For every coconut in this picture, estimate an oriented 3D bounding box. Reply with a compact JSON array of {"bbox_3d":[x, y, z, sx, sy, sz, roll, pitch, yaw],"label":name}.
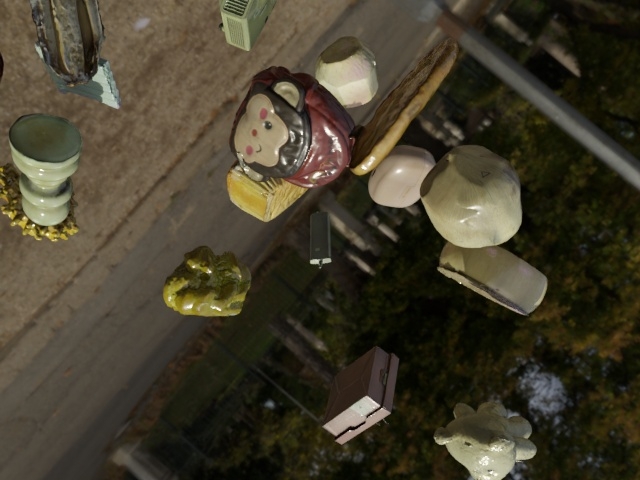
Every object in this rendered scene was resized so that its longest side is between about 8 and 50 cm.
[{"bbox_3d":[0.088,-0.527,2.209,0.197,0.237,0.237,-13,-174,11],"label":"coconut"},{"bbox_3d":[0.308,-0.095,1.412,0.224,0.224,0.224,-50,178,-3],"label":"coconut"}]

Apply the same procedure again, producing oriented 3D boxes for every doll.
[{"bbox_3d":[0.372,0.433,1.507,0.175,0.150,0.278,-8,178,34],"label":"doll"}]

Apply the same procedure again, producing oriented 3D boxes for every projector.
[{"bbox_3d":[-0.136,-0.566,1.485,0.193,0.088,0.270,101,13,-77],"label":"projector"}]

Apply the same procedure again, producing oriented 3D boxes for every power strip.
[{"bbox_3d":[0.000,0.000,2.045,0.253,0.060,0.027,-90,173,-50],"label":"power strip"}]

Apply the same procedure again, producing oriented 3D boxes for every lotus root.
[{"bbox_3d":[-0.613,-0.523,1.669,0.167,0.330,0.078,-6,174,-29],"label":"lotus root"}]

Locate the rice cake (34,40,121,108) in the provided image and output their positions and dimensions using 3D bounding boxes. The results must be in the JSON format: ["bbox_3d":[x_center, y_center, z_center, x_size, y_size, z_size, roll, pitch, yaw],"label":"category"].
[{"bbox_3d":[-0.645,-0.444,1.865,0.189,0.198,0.037,86,21,-58],"label":"rice cake"}]

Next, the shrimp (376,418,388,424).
[{"bbox_3d":[0.176,0.573,2.405,0.074,0.190,0.073,-20,-157,51],"label":"shrimp"}]

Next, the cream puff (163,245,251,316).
[{"bbox_3d":[-0.284,0.103,1.752,0.194,0.220,0.195,-179,-90,-74],"label":"cream puff"}]

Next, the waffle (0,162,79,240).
[{"bbox_3d":[-0.926,-0.118,2.298,0.069,0.260,0.293,-31,155,27],"label":"waffle"}]

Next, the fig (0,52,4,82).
[{"bbox_3d":[-0.704,-0.316,1.296,0.205,0.205,0.205,-50,178,-3],"label":"fig"}]

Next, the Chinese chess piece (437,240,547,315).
[{"bbox_3d":[0.425,0.083,1.722,0.112,0.270,0.270,-61,178,0],"label":"Chinese chess piece"}]

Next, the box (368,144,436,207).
[{"bbox_3d":[0.199,-0.155,1.708,0.200,0.145,0.088,120,-27,-57],"label":"box"}]

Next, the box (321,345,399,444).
[{"bbox_3d":[0.112,0.433,1.958,0.215,0.086,0.215,-44,-164,34],"label":"box"}]

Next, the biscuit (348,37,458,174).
[{"bbox_3d":[0.112,-0.186,0.984,0.203,0.041,0.260,-29,-155,55],"label":"biscuit"}]

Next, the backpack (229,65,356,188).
[{"bbox_3d":[-0.041,-0.187,1.203,0.229,0.229,0.139,-52,-175,45],"label":"backpack"}]

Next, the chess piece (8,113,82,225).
[{"bbox_3d":[-0.749,-0.169,1.890,0.182,0.182,0.330,-48,170,-41],"label":"chess piece"}]

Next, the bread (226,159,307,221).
[{"bbox_3d":[-0.072,-0.170,1.496,0.288,0.119,0.153,-44,166,-32],"label":"bread"}]
